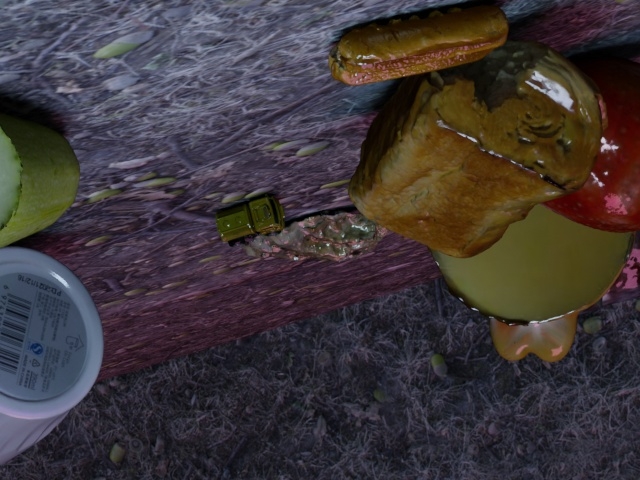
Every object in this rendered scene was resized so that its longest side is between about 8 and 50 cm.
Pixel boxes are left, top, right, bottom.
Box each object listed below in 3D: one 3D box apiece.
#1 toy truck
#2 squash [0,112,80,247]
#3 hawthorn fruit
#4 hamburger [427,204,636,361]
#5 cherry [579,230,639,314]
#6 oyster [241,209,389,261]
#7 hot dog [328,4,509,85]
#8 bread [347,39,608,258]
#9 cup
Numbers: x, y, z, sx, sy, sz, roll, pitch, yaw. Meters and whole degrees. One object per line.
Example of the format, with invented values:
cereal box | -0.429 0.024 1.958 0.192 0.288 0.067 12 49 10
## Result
toy truck | -0.088 -0.026 2.065 0.083 0.049 0.054 -17 171 14
squash | -0.248 -0.050 1.319 0.137 0.137 0.287 -19 175 22
hawthorn fruit | 0.305 -0.108 1.774 0.205 0.205 0.253 -22 162 36
hamburger | 0.275 0.000 2.058 0.261 0.302 0.186 -9 171 11
cherry | 0.366 -0.019 2.263 0.255 0.218 0.296 -9 -144 1
oyster | -0.007 0.003 2.360 0.209 0.072 0.133 -9 167 -30
hot dog | 0.089 -0.171 1.410 0.165 0.045 0.071 -14 170 -17
bread | 0.152 -0.097 1.595 0.195 0.148 0.344 25 162 -8
cup | -0.432 0.160 1.927 0.253 0.253 0.371 -9 169 -41
